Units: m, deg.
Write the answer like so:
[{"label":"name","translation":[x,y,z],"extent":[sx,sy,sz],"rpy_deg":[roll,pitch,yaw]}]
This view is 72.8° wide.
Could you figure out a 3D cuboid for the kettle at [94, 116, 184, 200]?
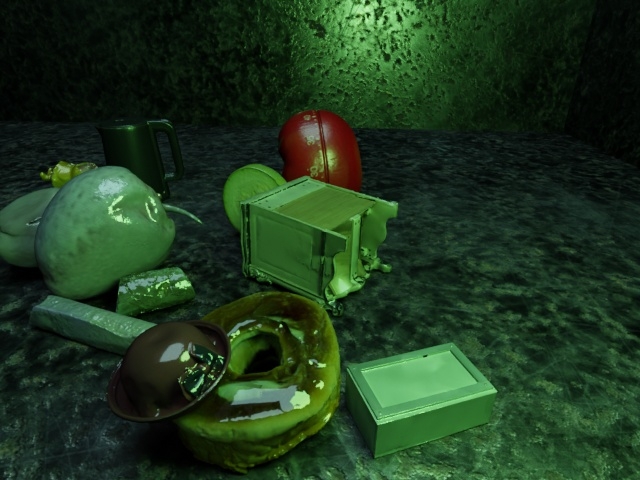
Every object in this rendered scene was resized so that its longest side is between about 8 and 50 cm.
[{"label":"kettle","translation":[-0.683,-0.297,1.645],"extent":[0.262,0.308,0.203],"rpy_deg":[9,28,17]}]

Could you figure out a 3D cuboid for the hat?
[{"label":"hat","translation":[-0.240,0.185,0.672],"extent":[0.205,0.089,0.205],"rpy_deg":[-14,30,8]}]

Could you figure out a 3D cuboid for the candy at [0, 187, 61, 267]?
[{"label":"candy","translation":[-0.772,-0.032,1.246],"extent":[0.295,0.185,0.295],"rpy_deg":[-5,38,4]}]

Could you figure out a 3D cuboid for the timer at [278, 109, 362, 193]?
[{"label":"timer","translation":[-0.004,-0.256,1.503],"extent":[0.279,0.378,0.378],"rpy_deg":[-6,27,-1]}]

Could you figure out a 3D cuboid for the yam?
[{"label":"yam","translation":[-0.403,0.121,1.045],"extent":[0.183,0.107,0.107],"rpy_deg":[-10,28,-26]}]

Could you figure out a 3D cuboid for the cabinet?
[{"label":"cabinet","translation":[0.000,0.000,1.163],"extent":[0.318,0.227,0.290],"rpy_deg":[20,31,29]}]

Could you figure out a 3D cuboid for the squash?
[{"label":"squash","translation":[-0.190,-0.112,1.350],"extent":[0.252,0.252,0.049],"rpy_deg":[12,30,22]}]

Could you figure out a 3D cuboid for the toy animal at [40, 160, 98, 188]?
[{"label":"toy animal","translation":[-0.981,-0.244,1.735],"extent":[0.230,0.156,0.156],"rpy_deg":[11,26,-2]}]

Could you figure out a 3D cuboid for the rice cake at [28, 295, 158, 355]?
[{"label":"rice cake","translation":[-0.461,0.189,0.936],"extent":[0.399,0.070,0.064],"rpy_deg":[10,24,17]}]

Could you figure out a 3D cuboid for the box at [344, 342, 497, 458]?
[{"label":"box","translation":[0.171,0.272,0.766],"extent":[0.225,0.086,0.129],"rpy_deg":[-8,28,-18]}]

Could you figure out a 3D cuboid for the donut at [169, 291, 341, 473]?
[{"label":"donut","translation":[-0.105,0.238,0.772],"extent":[0.330,0.160,0.330],"rpy_deg":[-9,30,5]}]

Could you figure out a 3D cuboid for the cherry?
[{"label":"cherry","translation":[-0.530,-0.023,1.086],"extent":[0.291,0.326,0.335],"rpy_deg":[43,43,14]}]
